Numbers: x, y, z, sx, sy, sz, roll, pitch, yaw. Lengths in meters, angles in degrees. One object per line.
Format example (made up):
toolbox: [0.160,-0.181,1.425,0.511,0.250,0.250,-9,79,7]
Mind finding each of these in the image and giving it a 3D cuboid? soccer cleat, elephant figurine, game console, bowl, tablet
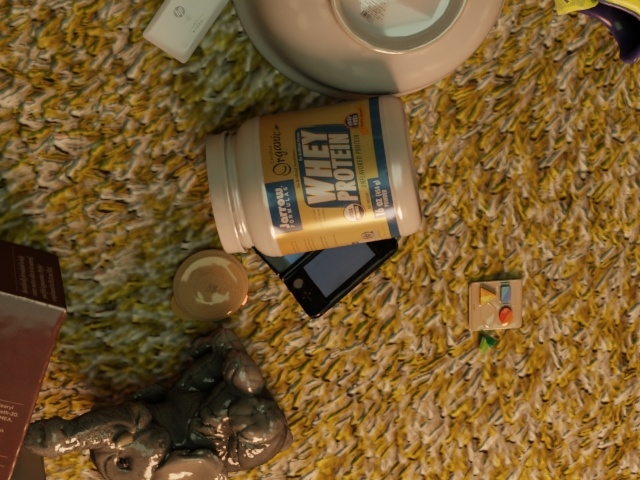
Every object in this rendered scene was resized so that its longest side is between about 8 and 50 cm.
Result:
soccer cleat: [0.260,-0.295,1.915,0.289,0.093,0.121,41,84,-22]
elephant figurine: [-0.163,0.205,1.969,0.239,0.169,0.186,-31,95,-6]
game console: [0.000,0.000,1.978,0.122,0.107,0.071,-41,139,4]
bowl: [0.064,-0.267,1.868,0.297,0.134,0.298,-3,108,-11]
tablet: [-0.135,-0.226,1.908,0.054,0.006,0.083,33,98,-19]

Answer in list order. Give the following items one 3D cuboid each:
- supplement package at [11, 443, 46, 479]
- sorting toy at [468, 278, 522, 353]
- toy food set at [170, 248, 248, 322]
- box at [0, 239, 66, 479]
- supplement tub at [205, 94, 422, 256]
supplement package: [-0.441,0.282,1.922,0.293,0.175,0.178,16,103,-16]
sorting toy: [0.192,0.084,2.073,0.062,0.012,0.083,-5,109,-10]
toy food set: [-0.115,0.048,1.995,0.082,0.020,0.083,3,107,-13]
box: [-0.363,0.111,1.885,0.167,0.168,0.203,16,105,-15]
supplement tub: [-0.005,-0.062,1.904,0.199,0.144,0.144,-10,110,5]
